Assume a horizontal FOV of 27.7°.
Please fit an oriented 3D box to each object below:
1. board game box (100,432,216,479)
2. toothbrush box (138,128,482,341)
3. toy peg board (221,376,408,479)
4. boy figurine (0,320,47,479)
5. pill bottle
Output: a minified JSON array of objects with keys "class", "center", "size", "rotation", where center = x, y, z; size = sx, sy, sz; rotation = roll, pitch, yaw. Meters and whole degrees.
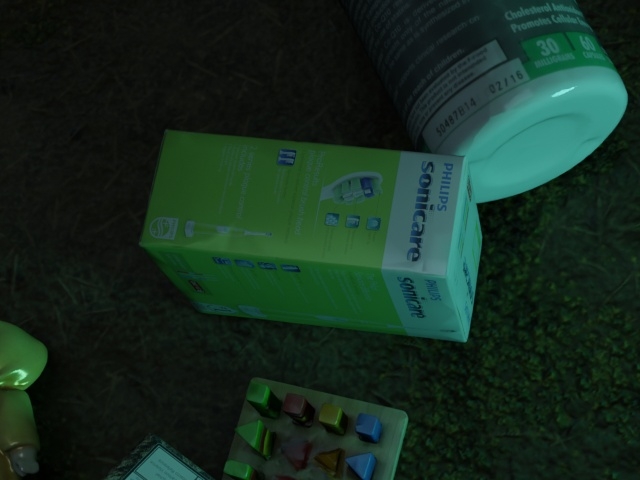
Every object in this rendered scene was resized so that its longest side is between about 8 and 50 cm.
[{"class":"board game box","center":[-0.154,0.354,1.097],"size":[0.232,0.141,0.291],"rotation":[34,53,17]},{"class":"toothbrush box","center":[0.000,0.000,1.229],"size":[0.283,0.206,0.122],"rotation":[7,71,14]},{"class":"toy peg board","center":[-0.018,0.215,1.222],"size":[0.161,0.079,0.161],"rotation":[11,73,15]},{"class":"boy figurine","center":[-0.320,0.215,1.260],"size":[0.177,0.092,0.285],"rotation":[-38,45,40]},{"class":"pill bottle","center":[0.133,-0.234,1.289],"size":[0.204,0.204,0.361],"rotation":[-26,68,1]}]
